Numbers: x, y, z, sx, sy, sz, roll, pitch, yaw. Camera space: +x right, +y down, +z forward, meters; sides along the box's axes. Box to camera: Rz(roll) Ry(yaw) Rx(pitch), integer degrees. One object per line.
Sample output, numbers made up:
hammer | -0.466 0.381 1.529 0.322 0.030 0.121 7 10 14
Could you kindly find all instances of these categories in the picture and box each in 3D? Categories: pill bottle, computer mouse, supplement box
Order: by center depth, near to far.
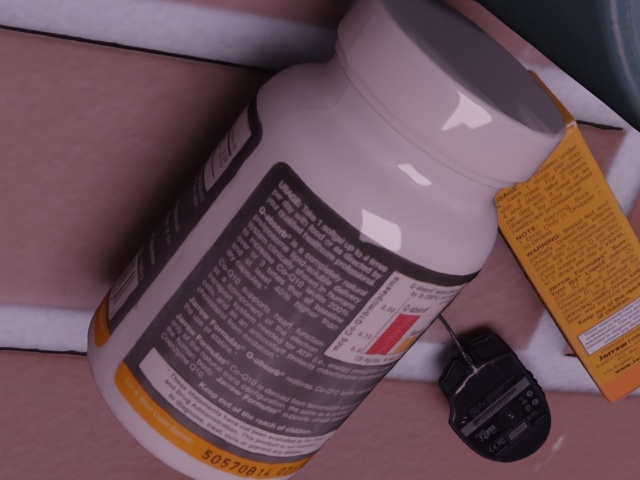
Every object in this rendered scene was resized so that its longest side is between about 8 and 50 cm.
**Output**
pill bottle | 0.000 0.000 0.734 0.162 0.162 0.278 25 118 -30
supplement box | 0.167 0.003 0.855 0.080 0.078 0.233 -34 127 7
computer mouse | 0.092 0.071 0.908 0.071 0.041 0.242 -37 120 -2

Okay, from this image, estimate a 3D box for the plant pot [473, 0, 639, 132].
plant pot | 0.167 -0.204 0.555 0.341 0.334 0.341 -8 125 -12
